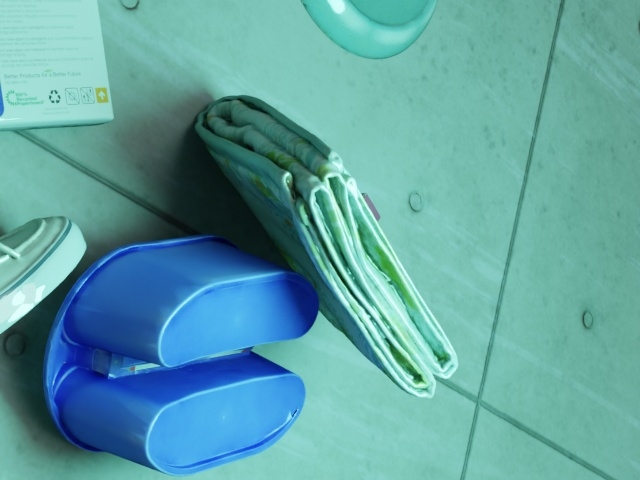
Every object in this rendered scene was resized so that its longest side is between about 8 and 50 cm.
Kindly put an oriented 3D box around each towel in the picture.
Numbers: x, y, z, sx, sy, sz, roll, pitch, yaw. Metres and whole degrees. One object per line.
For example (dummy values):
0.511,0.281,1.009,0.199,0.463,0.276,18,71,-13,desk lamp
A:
0.000,0.000,1.754,0.090,0.374,0.320,-34,115,-7,towel

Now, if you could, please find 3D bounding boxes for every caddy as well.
-0.158,0.123,1.685,0.341,0.179,0.241,-7,111,-52,caddy

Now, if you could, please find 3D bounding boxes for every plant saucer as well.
0.073,-0.412,2.084,0.317,0.044,0.317,7,80,-44,plant saucer

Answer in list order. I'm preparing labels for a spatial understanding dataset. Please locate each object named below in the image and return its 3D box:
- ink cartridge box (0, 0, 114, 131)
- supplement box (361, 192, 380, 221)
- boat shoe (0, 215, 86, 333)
-0.372,-0.267,1.594,0.303,0.072,0.307,-9,89,-45,ink cartridge box
0.027,-0.026,1.957,0.055,0.083,0.043,-50,119,-36,supplement box
-0.403,0.044,1.488,0.367,0.136,0.156,-38,109,-31,boat shoe
